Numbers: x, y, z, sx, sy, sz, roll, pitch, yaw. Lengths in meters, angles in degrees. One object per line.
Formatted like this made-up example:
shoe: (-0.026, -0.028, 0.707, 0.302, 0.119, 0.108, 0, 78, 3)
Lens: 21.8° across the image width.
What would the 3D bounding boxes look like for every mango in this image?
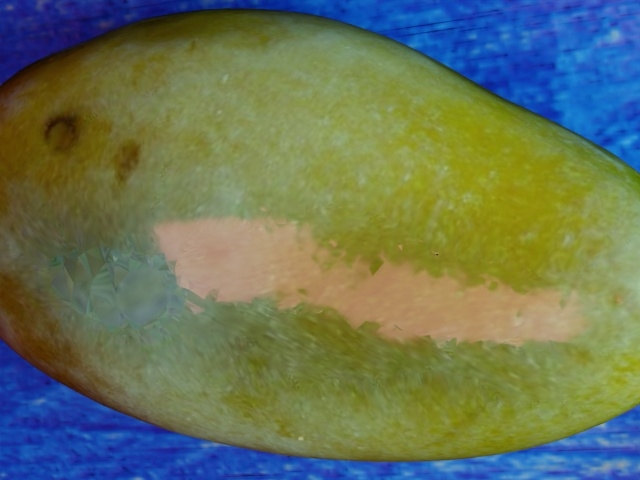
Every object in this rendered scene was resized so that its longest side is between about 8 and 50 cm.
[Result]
mango: (0.000, 0.000, 0.805, 0.384, 0.199, 0.221, 7, 115, 19)
